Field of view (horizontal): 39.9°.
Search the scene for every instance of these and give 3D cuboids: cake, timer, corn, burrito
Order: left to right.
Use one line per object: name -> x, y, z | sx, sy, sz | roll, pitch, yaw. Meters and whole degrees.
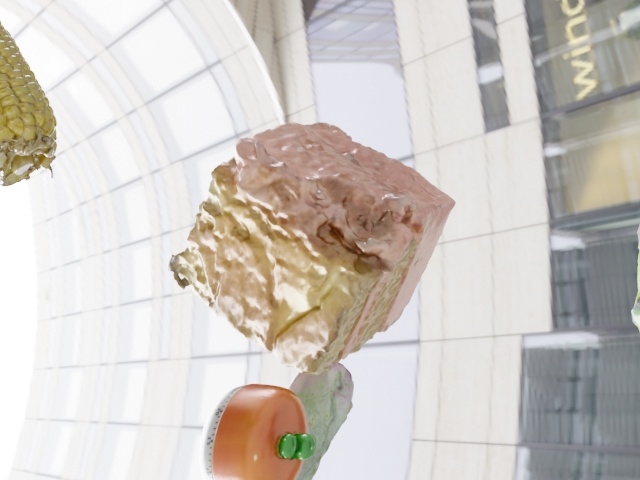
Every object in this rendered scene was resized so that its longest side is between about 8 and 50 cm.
corn -> -0.375, -0.198, 0.946 | 0.106, 0.106, 0.305 | -18, -110, -38
timer -> -0.057, 0.216, 0.934 | 0.099, 0.136, 0.136 | 44, -125, -53
burrito -> -0.018, 0.307, 1.483 | 0.144, 0.089, 0.229 | 50, -120, -34
cake -> 0.000, 0.000, 1.352 | 0.314, 0.293, 0.307 | 39, -148, 22

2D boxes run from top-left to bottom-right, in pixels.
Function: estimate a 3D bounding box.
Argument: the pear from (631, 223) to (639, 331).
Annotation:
pear -> 0.424, 0.017, 0.580 | 0.165, 0.399, 0.398 | -42, -72, -48
